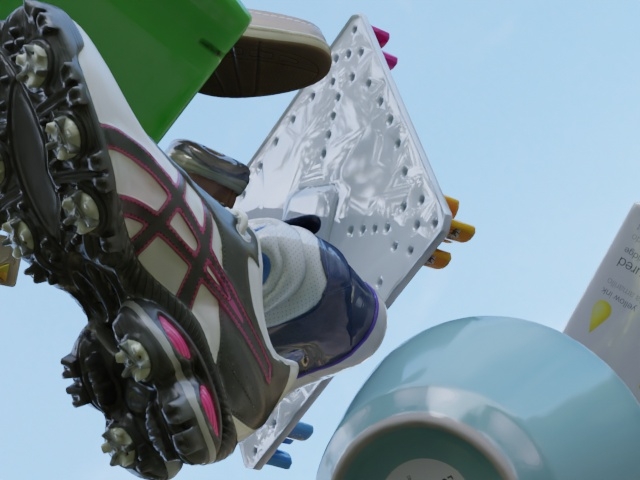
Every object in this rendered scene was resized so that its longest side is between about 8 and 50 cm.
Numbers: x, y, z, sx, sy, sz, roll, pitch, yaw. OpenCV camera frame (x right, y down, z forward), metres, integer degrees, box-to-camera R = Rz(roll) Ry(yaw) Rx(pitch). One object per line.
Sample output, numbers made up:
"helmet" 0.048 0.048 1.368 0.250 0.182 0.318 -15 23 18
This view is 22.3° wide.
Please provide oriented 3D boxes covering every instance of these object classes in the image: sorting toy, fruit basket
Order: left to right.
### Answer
"sorting toy" -0.369 0.007 1.850 0.062 0.012 0.083 12 -95 -22
"fruit basket" -0.242 -0.236 1.243 0.283 0.392 0.392 -52 -32 2

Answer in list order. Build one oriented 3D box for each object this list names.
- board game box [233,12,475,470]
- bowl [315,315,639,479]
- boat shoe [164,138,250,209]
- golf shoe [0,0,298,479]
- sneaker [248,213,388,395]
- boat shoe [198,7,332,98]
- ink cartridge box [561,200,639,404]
"board game box" 0.000 0.000 1.830 0.050 0.390 0.390 19 -57 -29
"bowl" 0.117 0.224 1.357 0.311 0.311 0.163 -53 -19 19
"boat shoe" -0.165 -0.031 1.865 0.324 0.123 0.116 138 152 -79
"golf shoe" -0.104 -0.006 0.907 0.105 0.273 0.120 -13 10 45
"sneaker" -0.118 0.082 1.554 0.322 0.130 0.236 -26 -38 22
"boat shoe" -0.154 -0.235 1.755 0.341 0.110 0.122 6 -28 3
"ink cartridge box" 0.397 0.186 1.826 0.160 0.279 0.385 -3 -57 -62
